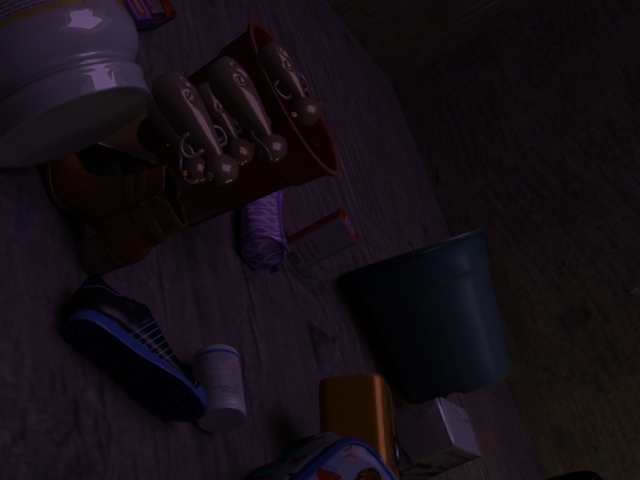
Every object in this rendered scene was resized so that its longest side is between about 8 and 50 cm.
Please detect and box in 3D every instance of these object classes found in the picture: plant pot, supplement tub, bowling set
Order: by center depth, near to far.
[{"bbox_3d":[-0.362,-0.277,1.100,0.331,0.241,0.241,64,17,5],"label":"supplement tub"},{"bbox_3d":[-0.138,-0.140,1.251,0.287,0.200,0.154,-31,90,-48],"label":"bowling set"},{"bbox_3d":[-0.142,0.205,1.296,0.071,0.071,0.107,44,25,-45],"label":"supplement tub"},{"bbox_3d":[-0.149,-0.163,1.479,0.272,0.265,0.272,57,15,-24],"label":"plant pot"},{"bbox_3d":[0.266,0.177,2.124,0.334,0.341,0.341,71,18,3],"label":"plant pot"}]

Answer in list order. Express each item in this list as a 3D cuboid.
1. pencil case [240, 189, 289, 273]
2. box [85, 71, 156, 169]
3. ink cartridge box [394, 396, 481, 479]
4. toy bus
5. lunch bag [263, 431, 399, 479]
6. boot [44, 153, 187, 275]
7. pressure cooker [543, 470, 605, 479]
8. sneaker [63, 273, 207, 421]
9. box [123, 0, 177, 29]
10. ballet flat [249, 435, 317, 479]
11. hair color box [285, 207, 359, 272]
[{"bbox_3d":[-0.105,-0.037,1.734,0.086,0.088,0.206,51,20,-37],"label":"pencil case"},{"bbox_3d":[-0.322,-0.201,1.360,0.164,0.021,0.201,17,42,-31],"label":"box"},{"bbox_3d":[0.152,0.369,1.637,0.160,0.219,0.092,34,33,-57],"label":"ink cartridge box"},{"bbox_3d":[0.065,0.382,1.421,0.130,0.108,0.332,63,21,-63],"label":"toy bus"},{"bbox_3d":[0.028,0.425,1.222,0.303,0.243,0.115,57,-25,-10],"label":"lunch bag"},{"bbox_3d":[-0.263,-0.065,1.211,0.197,0.152,0.073,65,18,7],"label":"boot"},{"bbox_3d":[0.481,0.710,1.843,0.370,0.375,0.420,-18,78,-33],"label":"pressure cooker"},{"bbox_3d":[-0.219,0.134,1.163,0.232,0.081,0.090,49,29,-33],"label":"sneaker"},{"bbox_3d":[-0.388,-0.521,1.697,0.293,0.057,0.201,60,18,-8],"label":"box"},{"bbox_3d":[-0.035,0.348,1.382,0.232,0.080,0.073,-5,80,-71],"label":"ballet flat"},{"bbox_3d":[0.000,0.000,1.886,0.072,0.141,0.043,57,18,-18],"label":"hair color box"}]
